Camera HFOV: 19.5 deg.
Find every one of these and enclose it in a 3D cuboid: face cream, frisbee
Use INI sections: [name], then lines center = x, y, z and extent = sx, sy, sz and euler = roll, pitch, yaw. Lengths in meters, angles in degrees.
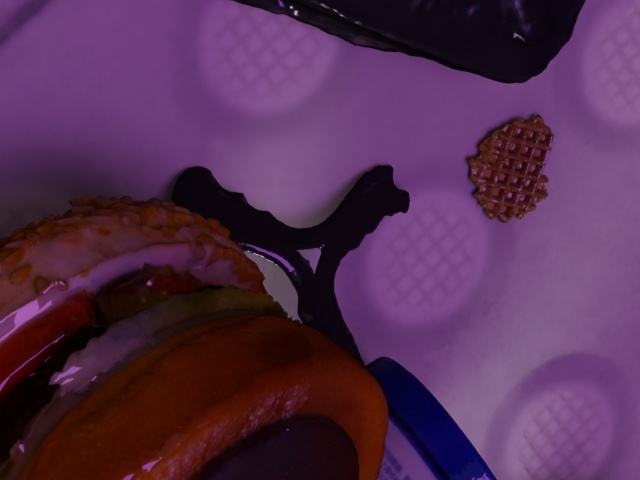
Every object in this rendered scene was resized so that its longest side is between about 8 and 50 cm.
[face cream]
center = 0.063, 0.199, 1.410
extent = 0.111, 0.206, 0.206
euler = -33, 122, -12
[frisbee]
center = 0.000, 0.000, 1.378
extent = 0.211, 0.012, 0.187
euler = 49, 57, -6

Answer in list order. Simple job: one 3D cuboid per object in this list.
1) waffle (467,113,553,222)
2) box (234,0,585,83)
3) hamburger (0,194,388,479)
[waffle]
center = 0.154, -0.055, 1.481
extent = 0.078, 0.016, 0.085
euler = -21, 117, -18
[box]
center = 0.077, -0.306, 1.295
extent = 0.350, 0.091, 0.359
euler = 15, 98, -34
[hamburger]
center = -0.135, 0.143, 1.218
extent = 0.330, 0.250, 0.330
euler = -36, 147, -29
